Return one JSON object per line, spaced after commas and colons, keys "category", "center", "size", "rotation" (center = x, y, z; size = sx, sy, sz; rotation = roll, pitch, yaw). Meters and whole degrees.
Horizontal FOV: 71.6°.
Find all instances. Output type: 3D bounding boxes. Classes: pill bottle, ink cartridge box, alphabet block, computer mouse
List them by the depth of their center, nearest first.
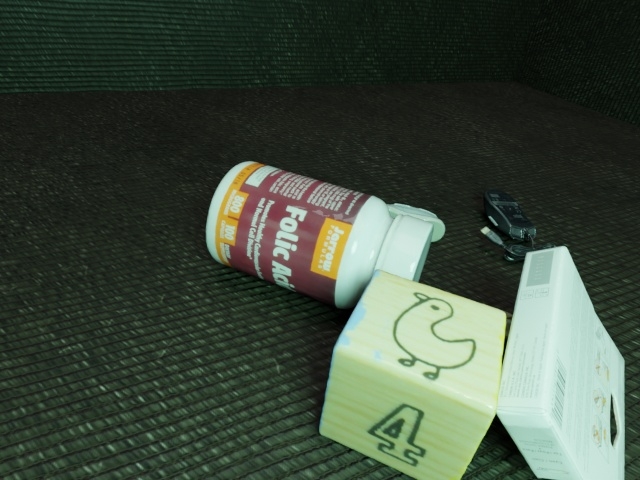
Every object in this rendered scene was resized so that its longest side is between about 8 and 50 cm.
{"category": "alphabet block", "center": [0.129, 0.189, 0.629], "size": [0.197, 0.193, 0.192], "rotation": [18, 37, 15]}
{"category": "ink cartridge box", "center": [0.355, 0.199, 0.634], "size": [0.066, 0.261, 0.296], "rotation": [-17, 27, 43]}
{"category": "pill bottle", "center": [0.000, 0.000, 0.860], "size": [0.392, 0.224, 0.224], "rotation": [18, 35, 17]}
{"category": "computer mouse", "center": [0.471, -0.032, 1.152], "size": [0.184, 0.060, 0.262], "rotation": [-4, 47, -24]}

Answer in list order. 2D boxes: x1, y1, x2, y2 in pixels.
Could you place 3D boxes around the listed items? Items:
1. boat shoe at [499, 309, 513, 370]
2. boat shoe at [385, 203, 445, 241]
{"category": "boat shoe", "center": [0.307, 0.174, 0.769], "size": [0.302, 0.109, 0.098], "rotation": [9, 28, -8]}
{"category": "boat shoe", "center": [0.196, -0.052, 1.119], "size": [0.227, 0.079, 0.081], "rotation": [12, 24, -1]}
